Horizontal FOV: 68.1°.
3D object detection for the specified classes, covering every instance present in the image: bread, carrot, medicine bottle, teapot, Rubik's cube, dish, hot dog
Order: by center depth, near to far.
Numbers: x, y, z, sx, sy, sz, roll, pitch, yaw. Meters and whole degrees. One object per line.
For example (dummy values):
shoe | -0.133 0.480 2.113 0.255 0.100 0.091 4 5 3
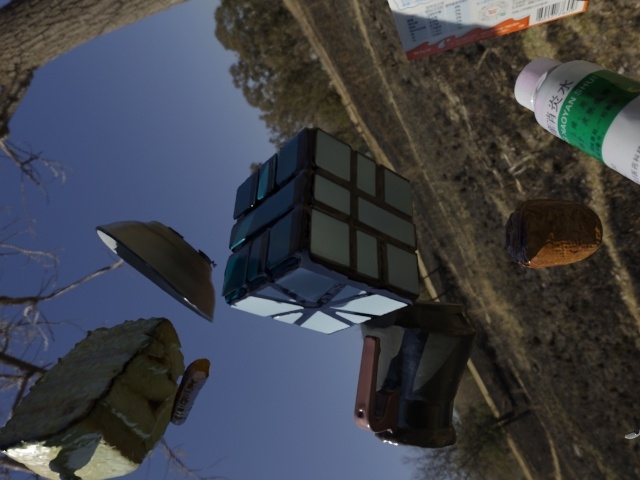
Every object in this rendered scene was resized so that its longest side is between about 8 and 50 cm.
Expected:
medicine bottle | 0.336 -0.146 0.556 0.095 0.095 0.260 56 -174 -39
carrot | -0.228 0.265 0.821 0.042 0.171 0.042 19 -146 -13
Rubik's cube | 0.000 0.000 0.946 0.293 0.288 0.284 19 -122 -31
dish | -0.328 0.045 1.031 0.316 0.106 0.316 32 161 13
bread | -0.466 0.377 1.042 0.395 0.239 0.264 -72 -29 -62
teapot | 0.223 0.333 1.210 0.375 0.305 0.363 10 -98 -48
hot dog | 0.643 -0.021 1.319 0.122 0.271 0.196 -174 80 -74

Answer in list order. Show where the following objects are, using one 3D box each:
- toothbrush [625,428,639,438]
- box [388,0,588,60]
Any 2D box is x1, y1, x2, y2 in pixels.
toothbrush | 0.756 0.393 1.041 0.017 0.194 0.014 14 -138 -32
box | 0.222 -0.363 0.630 0.265 0.273 0.048 30 -127 -67
